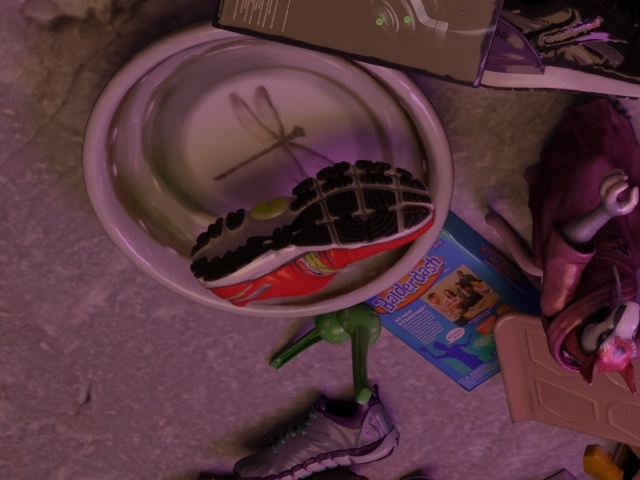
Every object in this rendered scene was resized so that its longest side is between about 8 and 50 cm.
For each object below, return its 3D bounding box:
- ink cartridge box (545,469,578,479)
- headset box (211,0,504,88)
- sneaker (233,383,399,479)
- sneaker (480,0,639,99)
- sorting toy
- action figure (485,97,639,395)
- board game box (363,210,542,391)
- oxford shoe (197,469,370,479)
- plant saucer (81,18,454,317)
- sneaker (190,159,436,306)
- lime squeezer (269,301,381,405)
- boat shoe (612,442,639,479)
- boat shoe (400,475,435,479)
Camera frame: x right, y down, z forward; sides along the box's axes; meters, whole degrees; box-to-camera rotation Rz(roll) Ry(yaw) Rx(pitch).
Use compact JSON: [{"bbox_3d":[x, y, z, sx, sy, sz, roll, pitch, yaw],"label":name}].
[{"bbox_3d":[0.263,0.426,2.129,0.219,0.160,0.092,-33,119,27],"label":"ink cartridge box"},{"bbox_3d":[0.062,-0.300,1.526,0.283,0.131,0.246,12,113,-3],"label":"headset box"},{"bbox_3d":[-0.015,0.245,2.072,0.223,0.083,0.098,-16,106,11],"label":"sneaker"},{"bbox_3d":[0.287,-0.219,1.637,0.283,0.107,0.124,1,124,4],"label":"sneaker"},{"bbox_3d":[0.330,0.190,1.881,0.229,0.041,0.307,9,143,22],"label":"sorting toy"},{"bbox_3d":[0.263,0.024,1.662,0.275,0.370,0.248,-28,120,29],"label":"action figure"},{"bbox_3d":[0.161,0.073,1.918,0.210,0.047,0.160,38,123,-24],"label":"board game box"},{"bbox_3d":[-0.102,0.372,2.139,0.363,0.130,0.133,-26,115,22],"label":"oxford shoe"},{"bbox_3d":[-0.055,-0.092,1.766,0.400,0.100,0.400,2,129,3],"label":"plant saucer"},{"bbox_3d":[0.000,0.000,1.729,0.279,0.107,0.118,-16,145,20],"label":"sneaker"},{"bbox_3d":[0.022,0.122,1.893,0.058,0.310,0.110,14,88,-21],"label":"lime squeezer"},{"bbox_3d":[0.417,0.228,1.979,0.110,0.122,0.341,3,131,1],"label":"boat shoe"},{"bbox_3d":[0.108,0.371,2.164,0.066,0.066,0.183,32,135,-26],"label":"boat shoe"}]
